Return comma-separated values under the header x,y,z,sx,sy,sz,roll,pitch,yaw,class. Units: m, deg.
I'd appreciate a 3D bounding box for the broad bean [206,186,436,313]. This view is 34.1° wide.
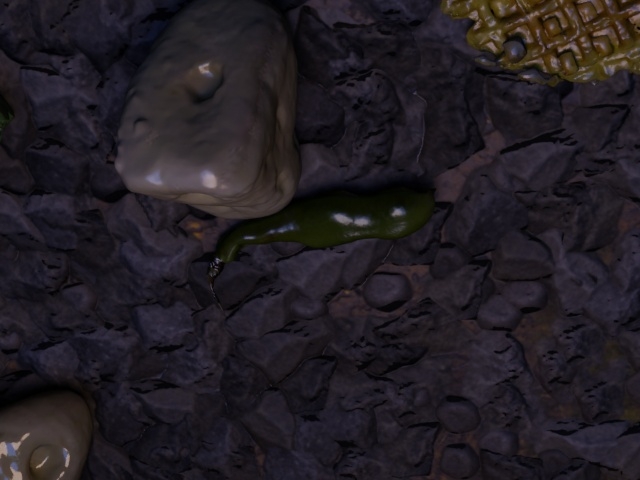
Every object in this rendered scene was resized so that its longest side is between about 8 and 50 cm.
x,y,z,sx,sy,sz,roll,pitch,yaw,class
-0.006,-0.009,1.271,0.318,0.056,0.098,-22,116,21,broad bean

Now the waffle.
x,y,z,sx,sy,sz,roll,pitch,yaw,class
0.271,-0.290,1.103,0.280,0.060,0.262,19,121,1,waffle

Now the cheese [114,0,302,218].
x,y,z,sx,sy,sz,roll,pitch,yaw,class
-0.108,-0.145,1.179,0.173,0.251,0.248,4,78,19,cheese

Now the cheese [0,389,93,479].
x,y,z,sx,sy,sz,roll,pitch,yaw,class
-0.496,0.317,1.351,0.328,0.129,0.351,26,87,-18,cheese

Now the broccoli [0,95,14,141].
x,y,z,sx,sy,sz,roll,pitch,yaw,class
-0.478,-0.112,1.191,0.245,0.265,0.294,-40,149,-11,broccoli
